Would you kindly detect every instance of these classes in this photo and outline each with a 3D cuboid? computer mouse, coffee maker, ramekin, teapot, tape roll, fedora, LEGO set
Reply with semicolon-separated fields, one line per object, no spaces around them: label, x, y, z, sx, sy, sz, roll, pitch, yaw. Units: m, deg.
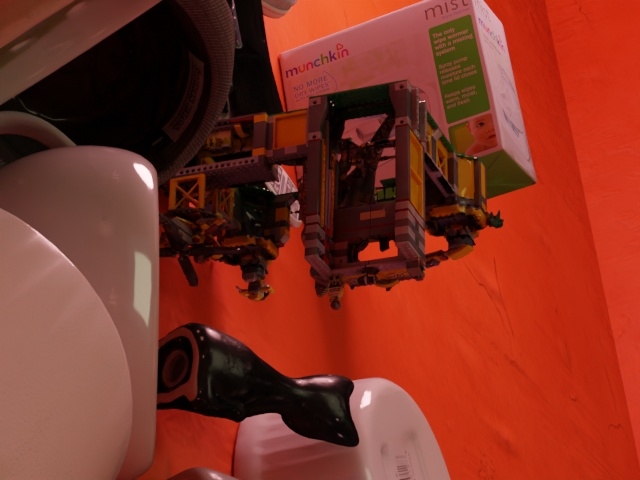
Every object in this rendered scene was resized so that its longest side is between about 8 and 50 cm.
computer mouse;-0.083;-0.083;1.704;0.193;0.042;0.106;55;21;-26
coffee maker;-0.093;-0.162;1.595;0.171;0.120;0.178;16;55;-46
ramekin;0.038;0.270;1.579;0.277;0.135;0.277;52;28;-43
teapot;-0.206;0.047;1.088;0.256;0.187;0.252;-124;-145;-79
tape roll;-0.240;0.109;0.838;0.246;0.246;0.169;66;21;-16
fedora;-0.199;-0.152;1.265;0.124;0.244;0.275;50;6;39
LEGO set;0.000;0.000;1.473;0.255;0.331;0.192;62;26;-61

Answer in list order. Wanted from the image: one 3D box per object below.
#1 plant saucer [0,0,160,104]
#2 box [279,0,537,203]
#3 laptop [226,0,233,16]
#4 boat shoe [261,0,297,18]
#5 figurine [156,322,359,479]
plant saucer;-0.198;-0.152;0.969;0.100;0.400;0.400;58;22;-6
box;0.104;-0.149;1.921;0.127;0.262;0.231;35;43;-58
laptop;-0.205;-0.339;1.461;0.264;0.136;0.234;47;31;-49
boat shoe;-0.097;-0.397;1.836;0.320;0.103;0.118;59;24;-32
figurine;-0.042;0.195;1.389;0.209;0.092;0.215;17;54;-36
